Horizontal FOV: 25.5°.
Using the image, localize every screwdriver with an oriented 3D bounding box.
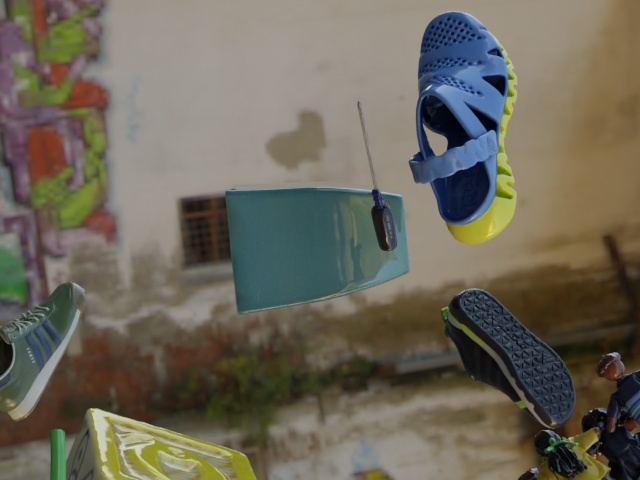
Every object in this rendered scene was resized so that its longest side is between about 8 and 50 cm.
[{"bbox_3d":[0.052,-0.064,1.453,0.024,0.025,0.169,-100,173,-64],"label":"screwdriver"}]

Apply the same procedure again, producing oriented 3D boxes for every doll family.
[{"bbox_3d":[0.248,0.184,1.246,0.111,0.193,0.076,45,-11,23],"label":"doll family"}]

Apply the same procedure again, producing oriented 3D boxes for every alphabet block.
[{"bbox_3d":[-0.182,0.317,1.465,0.197,0.193,0.192,-66,-160,11],"label":"alphabet block"}]

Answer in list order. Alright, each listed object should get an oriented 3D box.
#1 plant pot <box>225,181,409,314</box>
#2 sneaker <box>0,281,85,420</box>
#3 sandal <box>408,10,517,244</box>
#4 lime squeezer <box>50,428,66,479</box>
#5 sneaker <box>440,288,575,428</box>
[{"bbox_3d":[0.000,0.000,1.926,0.165,0.234,0.165,-78,163,-84],"label":"plant pot"},{"bbox_3d":[-0.368,0.122,1.769,0.064,0.086,0.192,-6,-126,49],"label":"sneaker"},{"bbox_3d":[0.171,-0.160,1.775,0.126,0.138,0.317,-22,-123,30],"label":"sandal"},{"bbox_3d":[-0.272,0.324,1.242,0.110,0.310,0.059,21,-15,40],"label":"lime squeezer"},{"bbox_3d":[0.249,0.165,1.898,0.234,0.084,0.097,52,-36,25],"label":"sneaker"}]
